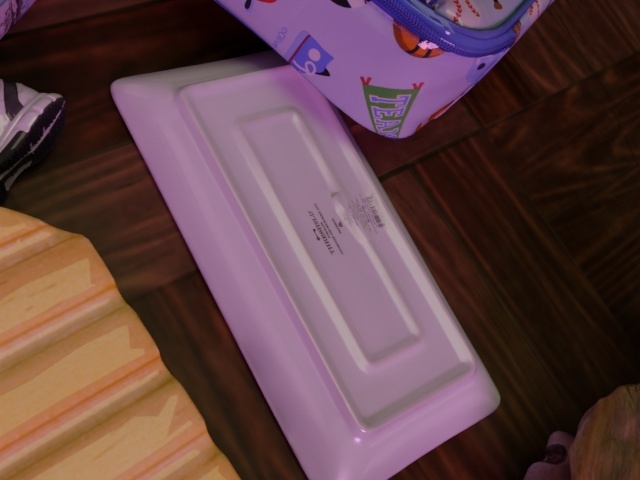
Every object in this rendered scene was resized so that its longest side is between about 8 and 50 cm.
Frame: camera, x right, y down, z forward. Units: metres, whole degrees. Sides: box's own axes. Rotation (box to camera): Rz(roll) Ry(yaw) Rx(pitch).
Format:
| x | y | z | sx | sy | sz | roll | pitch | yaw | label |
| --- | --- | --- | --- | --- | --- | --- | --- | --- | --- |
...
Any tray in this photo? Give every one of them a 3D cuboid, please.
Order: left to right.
| x | y | z | sx | sy | sz | roll | pitch | yaw | label |
| --- | --- | --- | --- | --- | --- | --- | --- | --- | --- |
| 0.000 | 0.000 | 0.481 | 0.145 | 0.030 | 0.270 | -21 | 77 | -37 | tray |

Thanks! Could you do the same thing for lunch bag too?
| x | y | z | sx | sy | sz | roll | pitch | yaw | label |
| --- | --- | --- | --- | --- | --- | --- | --- | --- | --- |
| 0.043 | -0.215 | 0.553 | 0.243 | 0.115 | 0.303 | 43 | 45 | 1 | lunch bag |

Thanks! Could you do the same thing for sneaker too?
| x | y | z | sx | sy | sz | roll | pitch | yaw | label |
| --- | --- | --- | --- | --- | --- | --- | --- | --- | --- |
| -0.171 | -0.039 | 0.404 | 0.044 | 0.040 | 0.109 | 25 | 50 | 4 | sneaker |

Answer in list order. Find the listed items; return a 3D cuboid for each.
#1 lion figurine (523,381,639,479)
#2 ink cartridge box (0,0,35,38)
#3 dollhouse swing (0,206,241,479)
| x | y | z | sx | sy | sz | roll | pitch | yaw | label |
| --- | --- | --- | --- | --- | --- | --- | --- | --- | --- |
| 0.304 | 0.152 | 0.509 | 0.392 | 0.142 | 0.240 | 26 | 62 | -21 | lion figurine |
| -0.207 | -0.179 | 0.330 | 0.198 | 0.197 | 0.270 | 34 | 60 | -13 | ink cartridge box |
| -0.145 | 0.129 | 0.180 | 0.305 | 0.315 | 0.346 | -31 | 82 | -16 | dollhouse swing |
